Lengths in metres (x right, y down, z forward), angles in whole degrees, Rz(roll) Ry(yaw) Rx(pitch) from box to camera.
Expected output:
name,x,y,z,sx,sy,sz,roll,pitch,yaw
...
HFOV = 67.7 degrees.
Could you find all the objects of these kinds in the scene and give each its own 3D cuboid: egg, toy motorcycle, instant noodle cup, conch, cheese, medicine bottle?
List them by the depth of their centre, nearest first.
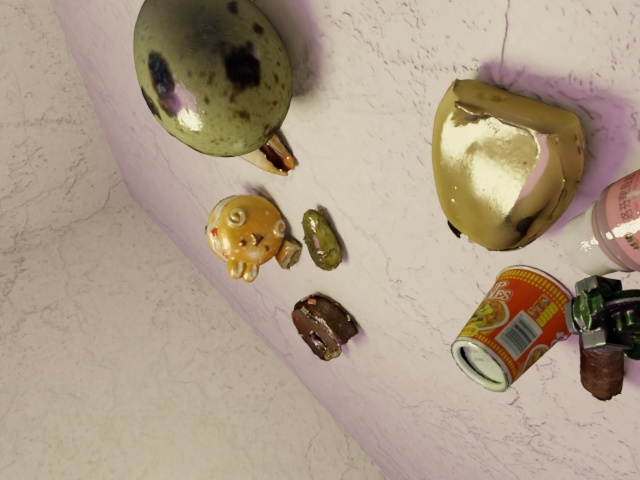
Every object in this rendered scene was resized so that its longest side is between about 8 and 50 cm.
name,x,y,z,sx,sy,sz,roll,pitch,yaw
medicine bottle,0.453,-0.030,0.635,0.147,0.147,0.247,51,154,4
toy motorcycle,0.485,0.123,0.713,0.275,0.124,0.187,12,154,-16
cheese,0.304,-0.104,0.824,0.259,0.128,0.315,41,148,40
instant noodle cup,0.379,0.187,0.961,0.193,0.212,0.193,39,152,25
egg,-0.250,-0.403,1.108,0.428,0.345,0.345,65,154,-2
conch,-0.186,-0.298,1.436,0.255,0.127,0.158,37,129,-18

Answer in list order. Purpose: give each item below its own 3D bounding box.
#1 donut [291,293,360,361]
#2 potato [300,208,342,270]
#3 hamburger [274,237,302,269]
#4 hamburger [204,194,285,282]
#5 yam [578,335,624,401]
name,x,y,z,sx,sy,sz,roll,pitch,yaw
donut,0.005,0.334,1.887,0.259,0.136,0.345,48,154,15
potato,0.000,0.000,1.504,0.117,0.090,0.225,6,127,38
hamburger,-0.139,0.042,1.799,0.102,0.087,0.176,44,156,14
hamburger,-0.268,-0.013,1.701,0.261,0.302,0.186,30,172,-32
yam,0.536,0.232,0.914,0.079,0.079,0.141,21,140,48
